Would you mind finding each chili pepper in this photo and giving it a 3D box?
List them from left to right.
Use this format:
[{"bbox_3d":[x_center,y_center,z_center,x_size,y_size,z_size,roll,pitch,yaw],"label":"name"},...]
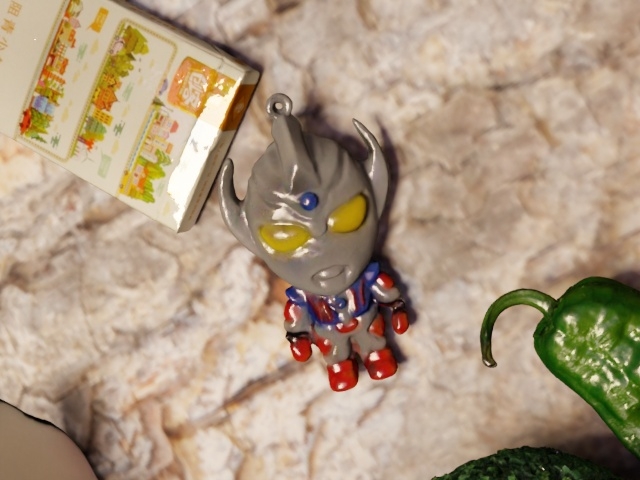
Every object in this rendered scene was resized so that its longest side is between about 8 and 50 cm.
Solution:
[{"bbox_3d":[0.214,0.105,0.708,0.257,0.074,0.100,44,109,7],"label":"chili pepper"}]

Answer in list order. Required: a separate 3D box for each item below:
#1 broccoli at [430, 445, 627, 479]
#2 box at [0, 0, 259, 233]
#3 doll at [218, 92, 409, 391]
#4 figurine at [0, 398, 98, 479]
[{"bbox_3d":[0.131,0.246,0.651,0.308,0.308,0.275,2,61,19],"label":"broccoli"},{"bbox_3d":[-0.160,-0.109,0.825,0.220,0.032,0.122,29,105,14],"label":"box"},{"bbox_3d":[-0.001,0.000,0.773,0.104,0.062,0.194,-13,101,21],"label":"doll"},{"bbox_3d":[-0.310,0.271,0.819,0.340,0.324,0.231,-35,53,12],"label":"figurine"}]
